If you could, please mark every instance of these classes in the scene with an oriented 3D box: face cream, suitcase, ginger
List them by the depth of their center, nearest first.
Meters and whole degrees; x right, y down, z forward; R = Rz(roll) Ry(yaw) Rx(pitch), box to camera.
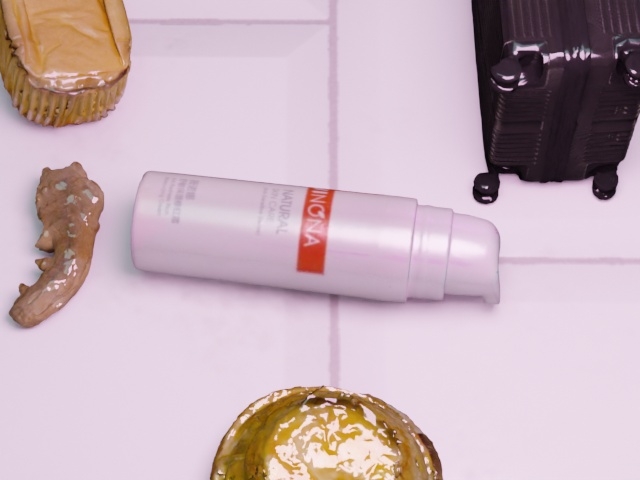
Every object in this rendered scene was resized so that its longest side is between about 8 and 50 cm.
[{"bbox_3d":[0.000,0.000,1.653,0.346,0.102,0.102,5,60,4],"label":"face cream"},{"bbox_3d":[-0.248,0.002,1.679,0.070,0.051,0.173,5,58,7],"label":"ginger"},{"bbox_3d":[0.220,-0.235,1.714,0.152,0.229,0.335,-1,61,-2],"label":"suitcase"}]

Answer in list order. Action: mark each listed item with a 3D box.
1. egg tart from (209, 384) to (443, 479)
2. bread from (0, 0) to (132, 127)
[{"bbox_3d":[0.006,0.211,1.542,0.213,0.090,0.212,2,62,-3],"label":"egg tart"},{"bbox_3d":[-0.262,-0.206,1.766,0.132,0.114,0.190,-7,69,-16],"label":"bread"}]
